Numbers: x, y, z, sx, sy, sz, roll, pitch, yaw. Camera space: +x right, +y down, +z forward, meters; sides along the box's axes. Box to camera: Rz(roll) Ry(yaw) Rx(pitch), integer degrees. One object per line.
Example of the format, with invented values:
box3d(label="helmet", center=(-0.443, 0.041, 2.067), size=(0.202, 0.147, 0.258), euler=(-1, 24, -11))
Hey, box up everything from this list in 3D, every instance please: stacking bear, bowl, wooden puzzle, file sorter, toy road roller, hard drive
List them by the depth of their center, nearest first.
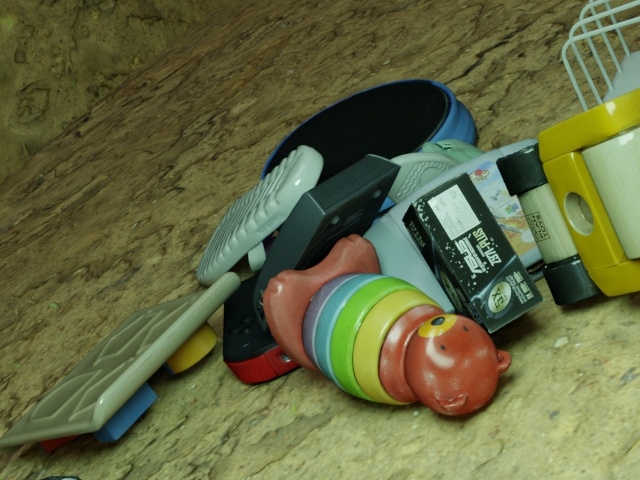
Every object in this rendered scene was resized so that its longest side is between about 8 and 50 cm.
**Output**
box3d(label="toy road roller", center=(0.378, -0.069, 1.520), size=(0.240, 0.203, 0.329), euler=(-23, 0, -19))
box3d(label="stacking bear", center=(0.093, 0.121, 1.568), size=(0.175, 0.164, 0.289), euler=(-29, 29, -29))
box3d(label="hard drive", center=(0.000, 0.000, 1.721), size=(0.172, 0.054, 0.255), euler=(-33, -20, -39))
box3d(label="wooden puzzle", center=(-0.286, 0.199, 1.933), size=(0.347, 0.080, 0.322), euler=(-25, 16, 51))
box3d(label="file sorter", center=(0.502, -0.308, 2.017), size=(0.192, 0.173, 0.278), euler=(-14, 26, 34))
box3d(label="bowl", center=(0.073, -0.148, 2.255), size=(0.391, 0.077, 0.391), euler=(-22, 28, 12))

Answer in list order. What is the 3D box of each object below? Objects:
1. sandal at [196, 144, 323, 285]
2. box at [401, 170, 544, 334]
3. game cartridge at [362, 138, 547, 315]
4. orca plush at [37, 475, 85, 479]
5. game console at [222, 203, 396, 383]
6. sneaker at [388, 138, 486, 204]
box3d(label="sandal", center=(-0.092, -0.011, 2.125), size=(0.416, 0.102, 0.169), euler=(-37, 24, 58))
box3d(label="box", center=(0.180, 0.022, 1.588), size=(0.077, 0.180, 0.147), euler=(-30, -5, -4))
box3d(label="game cartridge", center=(0.208, -0.011, 1.739), size=(0.297, 0.062, 0.198), euler=(-30, 57, -6))
box3d(label="orca plush", center=(-0.329, 0.369, 1.602), size=(0.102, 0.151, 0.287), euler=(-61, 26, 2))
box3d(label="game console", center=(0.032, 0.053, 1.933), size=(0.386, 0.060, 0.342), euler=(-26, 21, 5))
box3d(label="sneaker", center=(0.161, -0.096, 1.909), size=(0.255, 0.094, 0.151), euler=(2, 20, -36))
